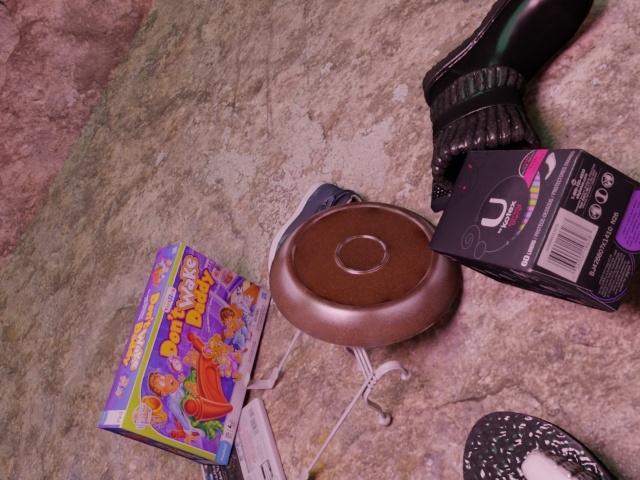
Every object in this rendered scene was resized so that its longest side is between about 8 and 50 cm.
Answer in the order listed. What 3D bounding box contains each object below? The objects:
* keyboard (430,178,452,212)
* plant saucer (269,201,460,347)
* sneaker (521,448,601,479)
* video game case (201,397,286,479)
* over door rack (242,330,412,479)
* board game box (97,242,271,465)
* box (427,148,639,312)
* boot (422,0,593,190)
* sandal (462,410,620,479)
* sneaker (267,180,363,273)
[{"bbox_3d":[0.260,-0.098,1.229,0.192,0.038,0.100,-19,55,38],"label":"keyboard"},{"bbox_3d":[0.068,0.035,1.198,0.311,0.050,0.310,-4,45,4],"label":"plant saucer"},{"bbox_3d":[0.292,0.348,0.748,0.129,0.111,0.297,-45,54,16],"label":"sneaker"},{"bbox_3d":[-0.146,0.411,1.350,0.173,0.022,0.190,-42,44,19],"label":"video game case"},{"bbox_3d":[0.012,0.231,1.244,0.324,0.108,0.239,-52,38,26],"label":"over door rack"},{"bbox_3d":[-0.238,0.212,1.376,0.078,0.233,0.346,-14,54,44],"label":"board game box"},{"bbox_3d":[0.288,-0.023,1.004,0.165,0.143,0.270,-66,19,-3],"label":"box"},{"bbox_3d":[0.307,-0.250,1.174,0.348,0.131,0.260,-44,29,33],"label":"boot"},{"bbox_3d":[0.344,0.366,0.839,0.446,0.107,0.167,36,94,37],"label":"sandal"},{"bbox_3d":[-0.001,-0.001,1.397,0.163,0.086,0.226,22,83,52],"label":"sneaker"}]
